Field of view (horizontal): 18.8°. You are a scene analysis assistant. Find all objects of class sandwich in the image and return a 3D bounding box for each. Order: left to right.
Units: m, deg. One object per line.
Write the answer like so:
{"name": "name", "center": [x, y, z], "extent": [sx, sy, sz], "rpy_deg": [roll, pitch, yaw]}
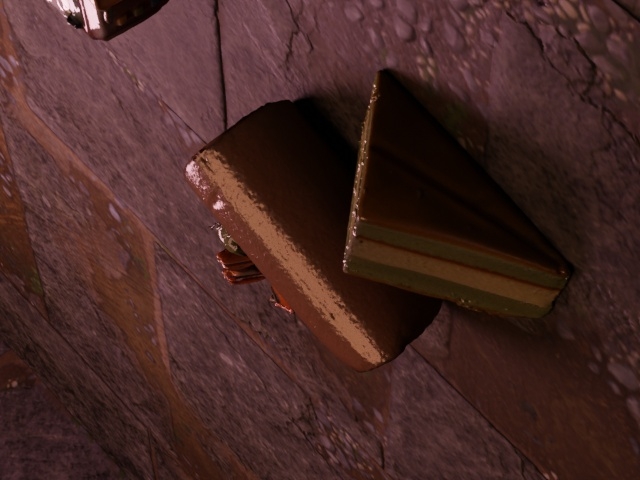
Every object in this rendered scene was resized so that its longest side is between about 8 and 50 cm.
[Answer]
{"name": "sandwich", "center": [0.115, -0.035, 1.575], "extent": [0.187, 0.144, 0.117], "rpy_deg": [15, 155, -1]}

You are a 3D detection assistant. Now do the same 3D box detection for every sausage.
{"name": "sausage", "center": [0.000, 0.000, 1.723], "extent": [0.253, 0.123, 0.123], "rpy_deg": [51, 160, 7]}

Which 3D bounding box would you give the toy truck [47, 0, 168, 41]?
{"name": "toy truck", "center": [-0.201, -0.302, 1.688], "extent": [0.135, 0.114, 0.270], "rpy_deg": [45, 156, 34]}

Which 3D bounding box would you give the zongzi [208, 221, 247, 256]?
{"name": "zongzi", "center": [-0.076, -0.004, 1.851], "extent": [0.119, 0.109, 0.055], "rpy_deg": [-32, 88, 43]}

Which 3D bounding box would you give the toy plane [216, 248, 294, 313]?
{"name": "toy plane", "center": [-0.025, 0.033, 1.938], "extent": [0.188, 0.062, 0.135], "rpy_deg": [18, 143, 35]}
